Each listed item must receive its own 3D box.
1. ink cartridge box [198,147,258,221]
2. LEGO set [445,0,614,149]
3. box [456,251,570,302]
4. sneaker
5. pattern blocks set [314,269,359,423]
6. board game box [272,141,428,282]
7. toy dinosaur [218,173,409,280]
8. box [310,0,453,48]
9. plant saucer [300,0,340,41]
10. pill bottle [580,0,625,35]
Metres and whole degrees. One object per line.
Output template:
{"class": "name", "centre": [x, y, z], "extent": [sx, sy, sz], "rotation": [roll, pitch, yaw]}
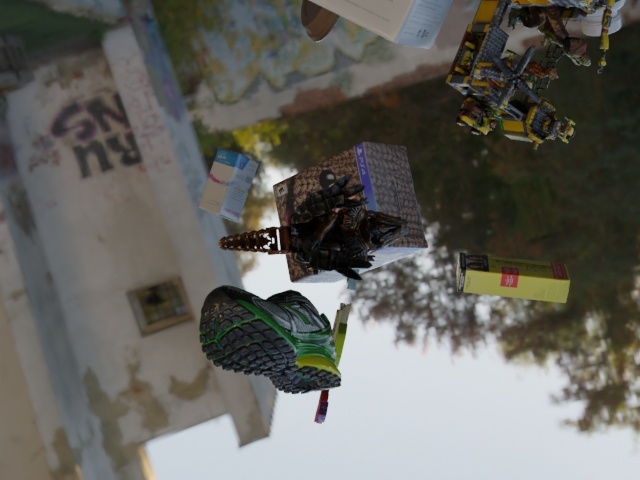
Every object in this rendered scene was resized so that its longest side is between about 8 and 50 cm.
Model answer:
{"class": "ink cartridge box", "centre": [-0.174, -0.104, 1.971], "extent": [0.052, 0.123, 0.088], "rotation": [17, 177, 23]}
{"class": "LEGO set", "centre": [0.344, -0.295, 1.513], "extent": [0.192, 0.255, 0.331], "rotation": [17, -104, 52]}
{"class": "box", "centre": [0.408, 0.079, 2.219], "extent": [0.232, 0.058, 0.087], "rotation": [7, -155, 4]}
{"class": "sneaker", "centre": [-0.084, 0.140, 1.665], "extent": [0.134, 0.146, 0.343], "rotation": [-17, 152, 21]}
{"class": "pattern blocks set", "centre": [0.031, 0.217, 2.164], "extent": [0.026, 0.325, 0.285], "rotation": [13, 168, 0]}
{"class": "board game box", "centre": [0.059, -0.054, 2.257], "extent": [0.141, 0.232, 0.291], "rotation": [1, 162, -46]}
{"class": "toy dinosaur", "centre": [0.000, 0.000, 1.778], "extent": [0.321, 0.164, 0.218], "rotation": [-27, -177, -16]}
{"class": "box", "centre": [0.108, -0.462, 1.400], "extent": [0.215, 0.345, 0.168], "rotation": [30, -163, 16]}
{"class": "plant saucer", "centre": [0.023, -0.550, 2.165], "extent": [0.041, 0.278, 0.278], "rotation": [18, 180, -19]}
{"class": "pill bottle", "centre": [0.473, -0.442, 1.782], "extent": [0.094, 0.169, 0.094], "rotation": [-12, -149, 8]}
